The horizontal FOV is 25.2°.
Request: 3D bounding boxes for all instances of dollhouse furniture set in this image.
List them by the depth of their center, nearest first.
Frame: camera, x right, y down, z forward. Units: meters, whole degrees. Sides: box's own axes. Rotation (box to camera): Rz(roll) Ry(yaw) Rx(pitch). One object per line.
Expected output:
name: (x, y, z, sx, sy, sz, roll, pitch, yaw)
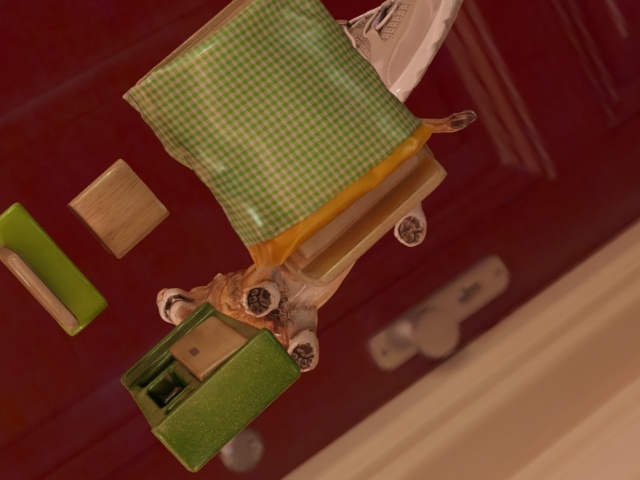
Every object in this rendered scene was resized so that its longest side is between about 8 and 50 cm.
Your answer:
dollhouse furniture set: (-0.053, -0.030, 0.974, 0.197, 0.301, 0.151, 50, 170, -15)

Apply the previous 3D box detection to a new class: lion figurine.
lion figurine: (0.000, 0.000, 1.501, 0.142, 0.392, 0.240, 46, -179, -10)

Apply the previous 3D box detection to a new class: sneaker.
sneaker: (0.020, -0.160, 1.307, 0.115, 0.105, 0.281, 41, 128, -9)
